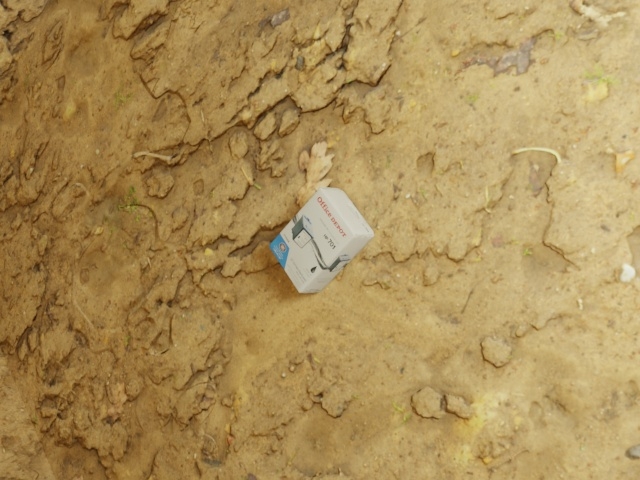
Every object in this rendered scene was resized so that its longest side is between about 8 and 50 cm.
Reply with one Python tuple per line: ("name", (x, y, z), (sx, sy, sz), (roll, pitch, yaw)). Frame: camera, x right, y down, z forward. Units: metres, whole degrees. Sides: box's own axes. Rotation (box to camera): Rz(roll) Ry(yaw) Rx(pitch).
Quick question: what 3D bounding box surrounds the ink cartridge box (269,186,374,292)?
("ink cartridge box", (0.000, 0.000, 1.500), (0.190, 0.082, 0.139), (-48, 63, 27))
